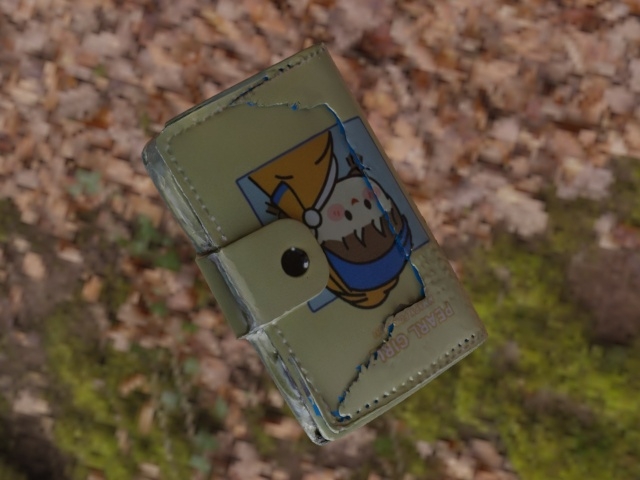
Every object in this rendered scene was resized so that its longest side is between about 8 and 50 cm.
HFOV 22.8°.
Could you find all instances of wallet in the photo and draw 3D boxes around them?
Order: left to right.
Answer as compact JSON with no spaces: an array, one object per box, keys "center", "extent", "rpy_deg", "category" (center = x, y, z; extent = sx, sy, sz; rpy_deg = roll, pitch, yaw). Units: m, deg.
[{"center":[0.000,0.000,0.696],"extent":[0.110,0.155,0.039],"rpy_deg":[-31,-179,-33],"category":"wallet"}]
